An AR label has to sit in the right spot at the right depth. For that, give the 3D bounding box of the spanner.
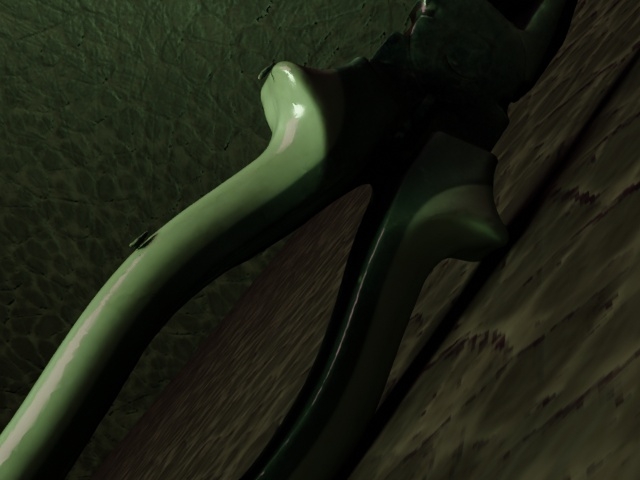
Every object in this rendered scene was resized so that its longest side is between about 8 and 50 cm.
[{"bbox_3d":[0.000,0.000,0.388,0.325,0.095,0.040,-53,4,-19],"label":"spanner"}]
